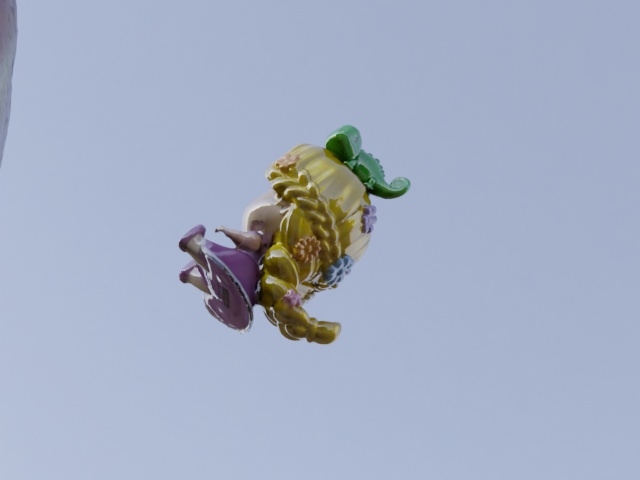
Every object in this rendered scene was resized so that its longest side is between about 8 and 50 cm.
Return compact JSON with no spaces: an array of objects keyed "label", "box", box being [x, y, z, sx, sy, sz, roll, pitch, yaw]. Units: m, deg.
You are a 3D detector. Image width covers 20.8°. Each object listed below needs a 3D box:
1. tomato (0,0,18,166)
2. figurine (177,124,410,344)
[{"label":"tomato","box":[-0.303,-0.057,0.989,0.303,0.303,0.239,-15,-103,31]},{"label":"figurine","box":[0.000,0.000,1.127,0.115,0.156,0.095,41,-31,17]}]
